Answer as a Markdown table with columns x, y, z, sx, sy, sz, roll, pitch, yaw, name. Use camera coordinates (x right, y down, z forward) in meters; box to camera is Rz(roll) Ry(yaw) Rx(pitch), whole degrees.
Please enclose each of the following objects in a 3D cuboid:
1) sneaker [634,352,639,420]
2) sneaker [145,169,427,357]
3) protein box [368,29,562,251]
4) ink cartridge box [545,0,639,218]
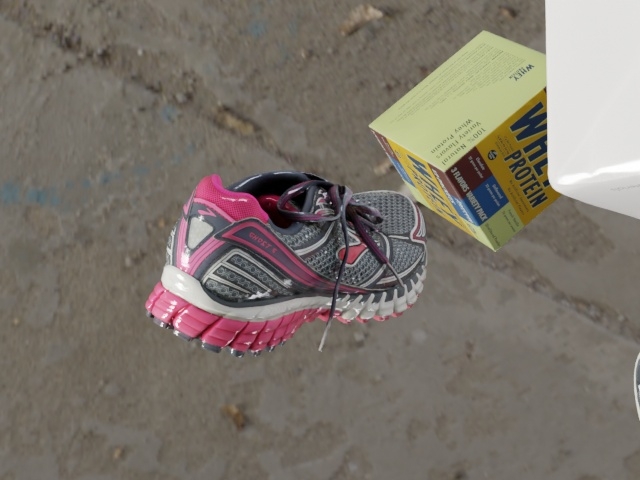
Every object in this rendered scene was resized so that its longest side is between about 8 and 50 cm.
| x | y | z | sx | sy | sz | roll | pitch | yaw | name |
| --- | --- | --- | --- | --- | --- | --- | --- | --- | --- |
| 0.251 | 0.140 | 0.731 | 0.107 | 0.110 | 0.275 | 0 | 113 | 29 | sneaker |
| 0.000 | 0.000 | 0.965 | 0.120 | 0.299 | 0.112 | 26 | 112 | 25 | sneaker |
| 0.207 | -0.127 | 1.580 | 0.200 | 0.201 | 0.136 | -40 | 121 | -6 | protein box |
| 0.267 | -0.099 | 0.684 | 0.353 | 0.119 | 0.207 | 12 | 74 | -44 | ink cartridge box |
